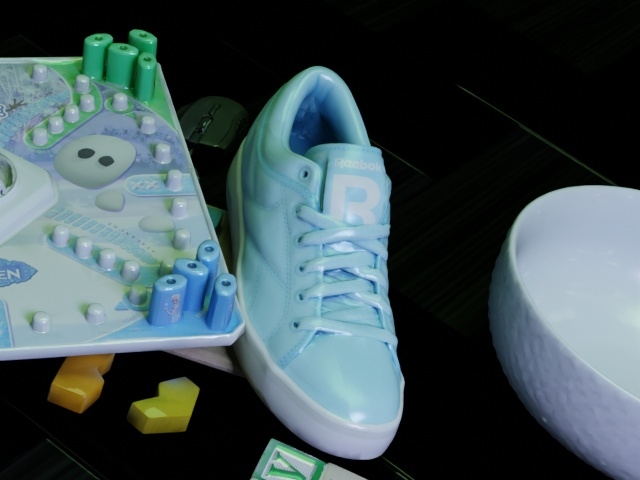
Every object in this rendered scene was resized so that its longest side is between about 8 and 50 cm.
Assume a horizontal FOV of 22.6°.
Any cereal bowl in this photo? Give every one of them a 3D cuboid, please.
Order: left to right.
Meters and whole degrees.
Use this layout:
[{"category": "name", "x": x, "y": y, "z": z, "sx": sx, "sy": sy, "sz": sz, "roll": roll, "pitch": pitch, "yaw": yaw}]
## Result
[{"category": "cereal bowl", "x": 0.295, "y": 0.108, "z": 1.390, "sx": 0.339, "sy": 0.141, "sz": 0.339, "roll": 15, "pitch": 34, "yaw": -10}]

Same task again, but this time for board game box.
[{"category": "board game box", "x": -0.288, "y": -0.053, "z": 1.308, "sx": 0.390, "sy": 0.050, "sz": 0.390, "roll": -3, "pitch": 41, "yaw": -17}]

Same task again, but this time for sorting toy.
[{"category": "sorting toy", "x": -0.102, "y": 0.054, "z": 1.329, "sx": 0.229, "sy": 0.041, "sz": 0.307, "roll": 22, "pitch": 34, "yaw": -1}]

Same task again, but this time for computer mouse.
[{"category": "computer mouse", "x": -0.122, "y": -0.092, "z": 1.487, "sx": 0.071, "sy": 0.041, "sz": 0.242, "roll": 21, "pitch": 25, "yaw": 6}]

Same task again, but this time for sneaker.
[{"category": "sneaker", "x": 0.000, "y": 0.000, "z": 1.299, "sx": 0.135, "sy": 0.150, "sz": 0.366, "roll": 4, "pitch": 45, "yaw": -23}]

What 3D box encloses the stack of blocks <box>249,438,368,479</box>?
[{"category": "stack of blocks", "x": -0.052, "y": 0.263, "z": 1.008, "sx": 0.171, "sy": 0.087, "sz": 0.297, "roll": 25, "pitch": 39, "yaw": 4}]
